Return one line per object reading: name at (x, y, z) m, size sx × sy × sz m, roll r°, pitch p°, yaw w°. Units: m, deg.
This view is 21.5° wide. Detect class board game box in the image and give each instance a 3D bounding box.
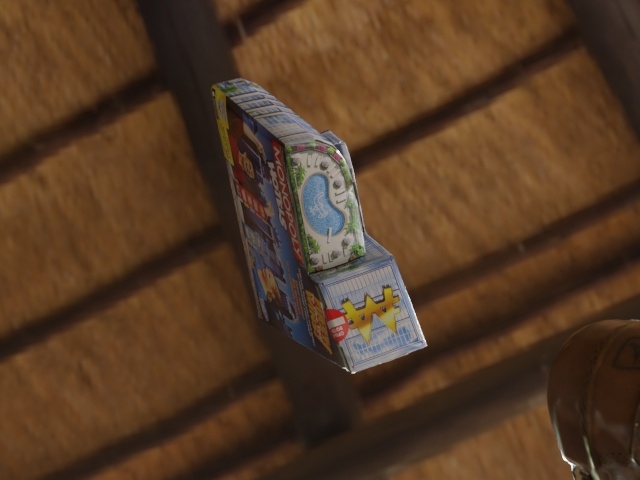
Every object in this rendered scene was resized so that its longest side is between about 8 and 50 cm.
board game box at (0.000, 0.000, 1.154) m, size 0.060 × 0.194 × 0.194 m, roll -19°, pitch -62°, yaw -17°

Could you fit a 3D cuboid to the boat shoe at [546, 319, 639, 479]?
boat shoe at (0.139, 0.105, 0.512) m, size 0.095 × 0.095 × 0.257 m, roll 11°, pitch -37°, yaw 38°
